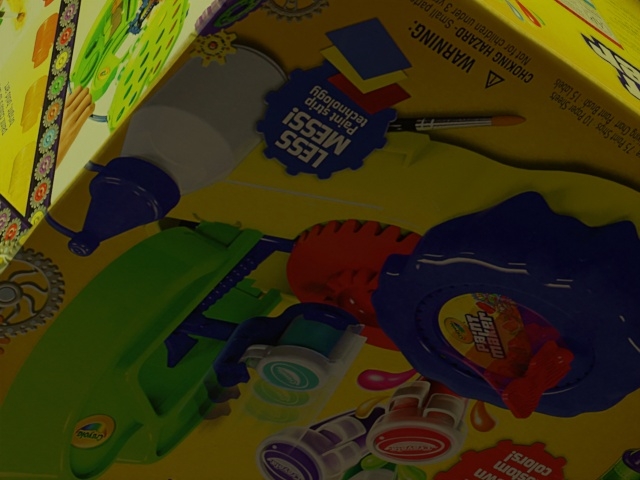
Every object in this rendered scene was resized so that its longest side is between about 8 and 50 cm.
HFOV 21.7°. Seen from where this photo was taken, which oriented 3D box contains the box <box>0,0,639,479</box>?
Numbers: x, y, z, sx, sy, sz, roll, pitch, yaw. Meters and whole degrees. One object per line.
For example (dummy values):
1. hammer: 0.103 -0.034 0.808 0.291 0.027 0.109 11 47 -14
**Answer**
1. box: 0.000 0.000 0.663 0.279 0.290 0.177 -48 35 22
